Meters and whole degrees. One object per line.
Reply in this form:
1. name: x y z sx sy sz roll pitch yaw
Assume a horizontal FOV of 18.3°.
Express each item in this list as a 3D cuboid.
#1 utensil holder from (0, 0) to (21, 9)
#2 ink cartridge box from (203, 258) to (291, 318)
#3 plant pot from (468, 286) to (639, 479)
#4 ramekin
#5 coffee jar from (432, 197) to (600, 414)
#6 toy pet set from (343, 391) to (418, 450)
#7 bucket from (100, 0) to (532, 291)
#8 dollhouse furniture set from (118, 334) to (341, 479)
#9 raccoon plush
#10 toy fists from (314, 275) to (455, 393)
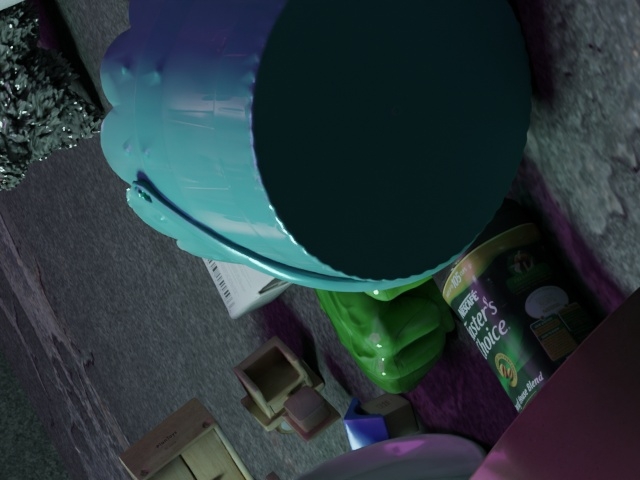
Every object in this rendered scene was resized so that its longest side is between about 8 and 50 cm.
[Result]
1. utensil holder: -0.405 -0.358 1.970 0.327 0.385 0.327 51 156 34
2. ink cartridge box: -0.102 -0.074 2.025 0.275 0.060 0.239 63 160 6
3. plant pot: 0.250 0.193 1.221 0.274 0.256 0.256 40 153 17
4. ramekin: 0.049 0.295 1.775 0.273 0.273 0.127 16 134 65
5. coffee jar: 0.156 0.061 1.494 0.184 0.079 0.096 58 159 19
6. toy pet set: 0.068 0.210 1.921 0.122 0.065 0.114 28 139 59
7. bucket: 0.003 -0.099 1.418 0.183 0.281 0.281 16 129 55
8. dollhouse furniture set: -0.033 0.326 2.025 0.355 0.303 0.174 42 166 39
9. raccoon plush: -0.422 -0.238 2.303 0.299 0.216 0.446 55 -178 14
10. toy fists: 0.052 0.017 1.691 0.279 0.096 0.142 84 163 -46
